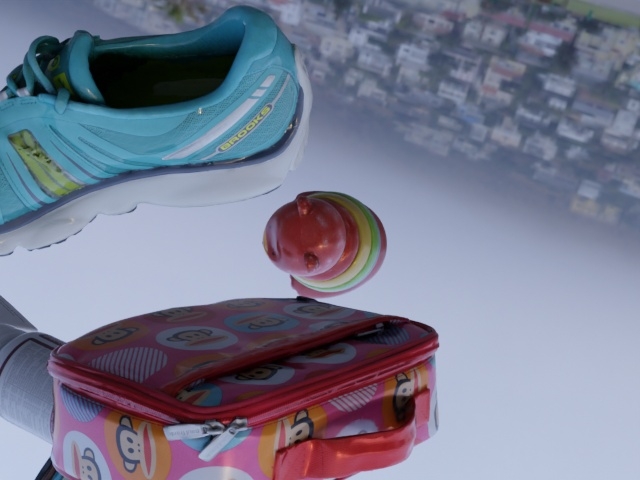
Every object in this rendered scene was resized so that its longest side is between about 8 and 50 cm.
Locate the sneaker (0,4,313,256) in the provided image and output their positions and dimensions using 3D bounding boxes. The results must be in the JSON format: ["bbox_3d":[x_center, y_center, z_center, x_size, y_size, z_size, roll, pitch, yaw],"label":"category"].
[{"bbox_3d":[-0.143,-0.070,0.545,0.275,0.110,0.107,-14,-121,0],"label":"sneaker"}]

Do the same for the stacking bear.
[{"bbox_3d":[0.000,0.000,1.460,0.164,0.176,0.289,-2,177,12],"label":"stacking bear"}]

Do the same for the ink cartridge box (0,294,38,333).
[{"bbox_3d":[-0.734,0.215,1.704,0.166,0.286,0.395,32,-174,31],"label":"ink cartridge box"}]

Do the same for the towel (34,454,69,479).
[{"bbox_3d":[-0.150,0.280,1.019,0.040,0.271,0.370,30,177,41],"label":"towel"}]

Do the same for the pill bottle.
[{"bbox_3d":[-0.342,0.187,1.252,0.221,0.121,0.121,18,-165,29],"label":"pill bottle"}]

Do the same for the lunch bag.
[{"bbox_3d":[-0.043,0.129,0.793,0.258,0.120,0.293,10,-166,41],"label":"lunch bag"}]
